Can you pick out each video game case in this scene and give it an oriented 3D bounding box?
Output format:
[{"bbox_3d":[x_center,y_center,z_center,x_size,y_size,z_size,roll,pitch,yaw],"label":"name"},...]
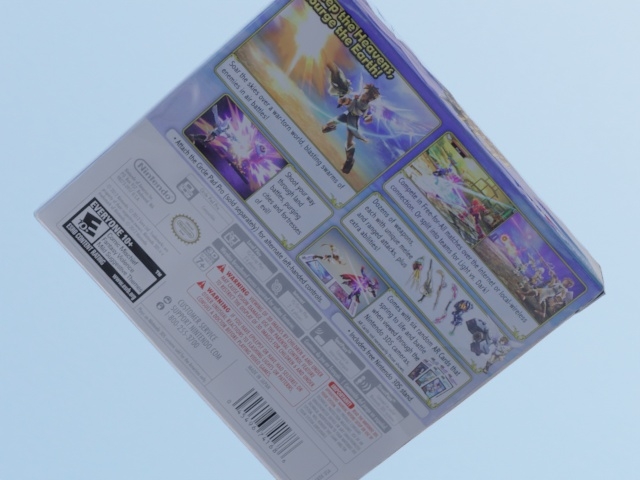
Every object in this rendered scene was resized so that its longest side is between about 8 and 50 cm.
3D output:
[{"bbox_3d":[0.000,0.000,1.114,0.244,0.061,0.269,-39,-82,17],"label":"video game case"}]
